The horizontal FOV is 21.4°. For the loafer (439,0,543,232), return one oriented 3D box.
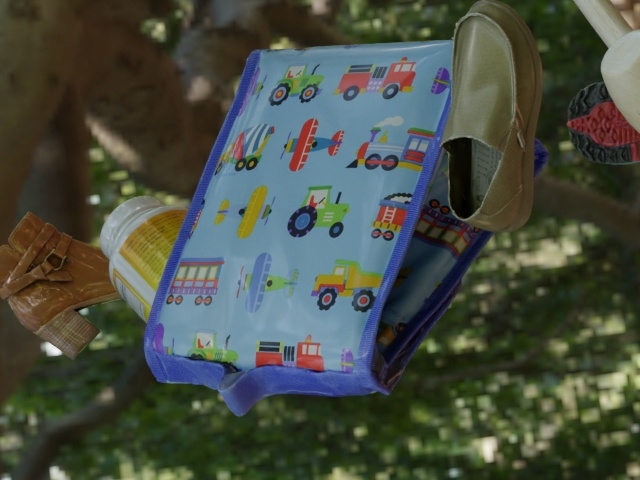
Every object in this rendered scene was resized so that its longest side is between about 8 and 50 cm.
[{"bbox_3d":[0.104,-0.075,1.053,0.050,0.056,0.148,-16,-77,-48],"label":"loafer"}]

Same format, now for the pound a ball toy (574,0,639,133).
[{"bbox_3d":[0.182,-0.224,0.953,0.136,0.208,0.319,37,-162,-39],"label":"pound a ball toy"}]

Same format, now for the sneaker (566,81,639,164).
[{"bbox_3d":[0.375,-0.120,1.640,0.125,0.262,0.104,-17,-67,-45],"label":"sneaker"}]

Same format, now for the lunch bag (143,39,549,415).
[{"bbox_3d":[0.000,0.000,1.250,0.138,0.221,0.293,54,-128,-37],"label":"lunch bag"}]

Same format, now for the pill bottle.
[{"bbox_3d":[-0.138,0.043,1.743,0.215,0.117,0.117,42,155,38],"label":"pill bottle"}]

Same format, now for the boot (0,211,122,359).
[{"bbox_3d":[-0.274,0.018,1.924,0.152,0.197,0.073,43,163,-1],"label":"boot"}]
